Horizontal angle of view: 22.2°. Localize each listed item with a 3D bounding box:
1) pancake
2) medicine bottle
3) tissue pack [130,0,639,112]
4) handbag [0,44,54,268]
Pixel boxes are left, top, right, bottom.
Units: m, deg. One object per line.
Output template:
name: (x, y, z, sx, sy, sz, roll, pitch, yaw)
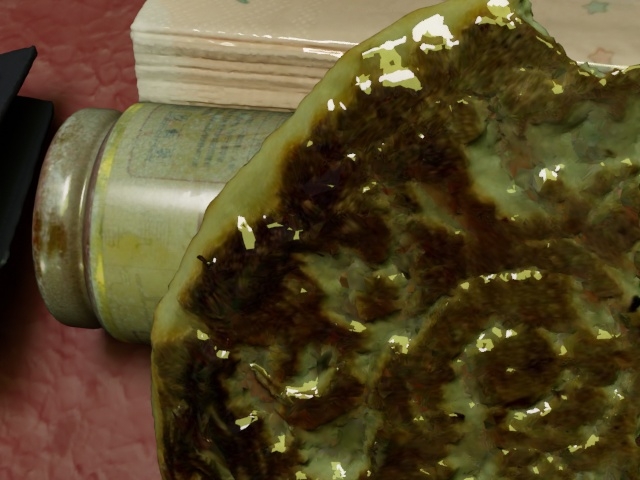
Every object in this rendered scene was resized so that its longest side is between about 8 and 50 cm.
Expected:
pancake: (0.057, 0.066, 0.889, 0.305, 0.067, 0.427, 5, 108, 6)
medicine bottle: (0.000, 0.000, 0.989, 0.322, 0.151, 0.151, 5, 71, 14)
tissue pack: (0.059, -0.142, 1.037, 0.325, 0.071, 0.170, 6, 38, 16)
handbag: (-0.354, -0.051, 1.071, 0.326, 0.118, 0.269, -1, 43, 11)
